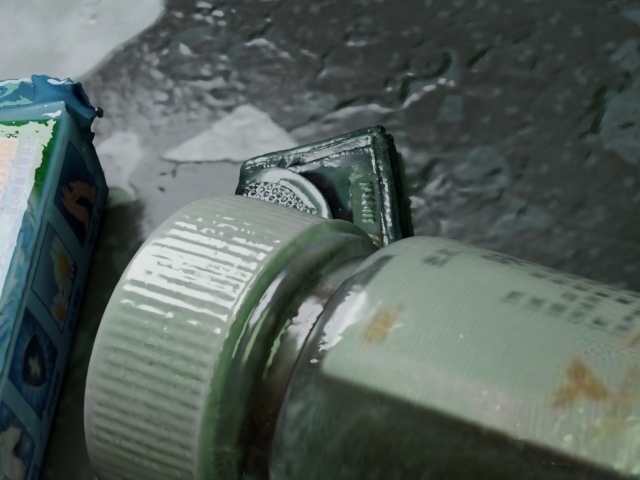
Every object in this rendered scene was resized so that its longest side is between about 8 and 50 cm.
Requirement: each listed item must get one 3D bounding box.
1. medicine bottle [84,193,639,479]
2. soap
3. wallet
[{"bbox_3d":[0.053,0.082,0.803,0.273,0.165,0.165,18,61,28],"label":"medicine bottle"},{"bbox_3d":[-0.202,0.041,0.973,0.156,0.077,0.293,-4,53,15],"label":"soap"},{"bbox_3d":[0.000,0.000,0.971,0.088,0.026,0.129,-13,51,8],"label":"wallet"}]
